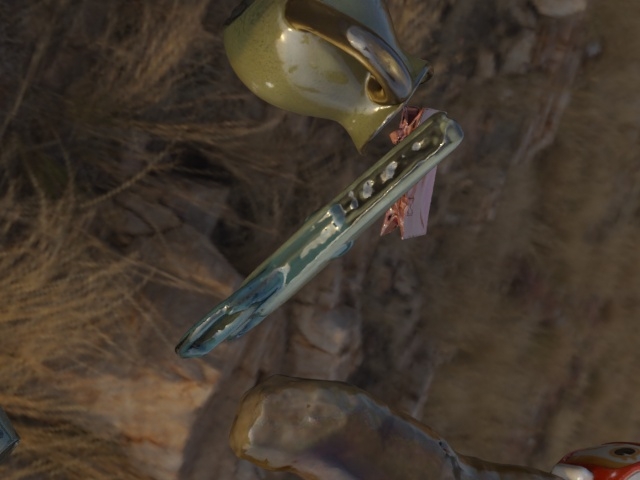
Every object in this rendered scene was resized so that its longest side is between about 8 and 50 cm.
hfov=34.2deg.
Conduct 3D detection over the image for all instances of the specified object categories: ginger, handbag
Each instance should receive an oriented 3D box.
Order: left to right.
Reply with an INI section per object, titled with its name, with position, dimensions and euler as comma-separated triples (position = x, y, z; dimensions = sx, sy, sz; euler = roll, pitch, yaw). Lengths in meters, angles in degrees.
[handbag]
position = 0.148, -0.112, 1.686
dimensions = 0.157, 0.059, 0.212
euler = -14, 115, -70
[ginger]
position = 0.052, 0.195, 0.499
dimensions = 0.166, 0.080, 0.333
euler = -9, 112, -11

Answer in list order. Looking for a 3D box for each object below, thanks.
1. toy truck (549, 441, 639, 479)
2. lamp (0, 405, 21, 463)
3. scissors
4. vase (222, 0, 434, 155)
[toy truck]
position = 0.338, 0.351, 1.311
dimensions = 0.239, 0.189, 0.264
euler = 39, 69, -19
[lamp]
position = -0.500, 0.218, 1.370
dimensions = 0.121, 0.215, 0.121
euler = -49, 176, -5
[scissors]
position = 0.000, 0.000, 0.817
dimensions = 0.289, 0.041, 0.138
euler = -40, 170, 24
[vase]
position = 0.031, -0.265, 1.486
dimensions = 0.302, 0.329, 0.241
euler = 41, 88, -17
